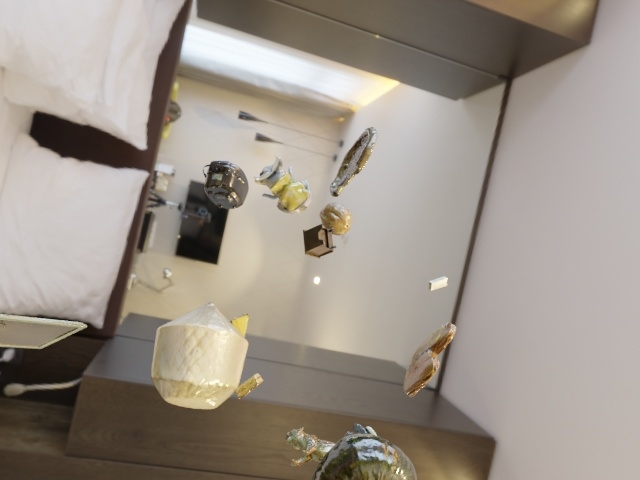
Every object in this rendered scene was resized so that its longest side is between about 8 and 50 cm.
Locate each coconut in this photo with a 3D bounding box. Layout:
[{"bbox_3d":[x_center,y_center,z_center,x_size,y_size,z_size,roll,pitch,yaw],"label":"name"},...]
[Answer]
[{"bbox_3d":[-0.376,0.347,1.576,0.329,0.328,0.329,-167,-90,-76],"label":"coconut"}]

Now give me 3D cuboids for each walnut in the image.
[{"bbox_3d":[0.050,-0.073,1.694,0.124,0.105,0.105,33,-63,30],"label":"walnut"}]

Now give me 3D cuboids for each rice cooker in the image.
[{"bbox_3d":[-0.326,-0.190,1.746,0.203,0.142,0.118,65,31,-59],"label":"rice cooker"}]

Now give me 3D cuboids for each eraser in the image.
[{"bbox_3d":[0.460,0.169,1.986,0.019,0.083,0.038,35,-49,53],"label":"eraser"}]

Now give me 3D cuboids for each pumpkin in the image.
[{"bbox_3d":[0.087,0.499,1.009,0.157,0.223,0.224,-164,-93,-82],"label":"pumpkin"}]

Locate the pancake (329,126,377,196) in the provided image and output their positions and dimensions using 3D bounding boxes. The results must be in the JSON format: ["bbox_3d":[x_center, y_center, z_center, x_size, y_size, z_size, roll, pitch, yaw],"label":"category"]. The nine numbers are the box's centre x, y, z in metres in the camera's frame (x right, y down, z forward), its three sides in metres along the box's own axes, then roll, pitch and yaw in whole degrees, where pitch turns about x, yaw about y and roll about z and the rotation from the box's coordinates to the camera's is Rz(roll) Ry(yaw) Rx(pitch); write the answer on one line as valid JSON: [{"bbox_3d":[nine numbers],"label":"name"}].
[{"bbox_3d":[0.092,-0.223,1.442,0.235,0.029,0.212,-53,-164,33],"label":"pancake"}]

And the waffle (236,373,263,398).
[{"bbox_3d":[-0.276,0.563,1.967,0.102,0.042,0.148,-37,171,-7],"label":"waffle"}]

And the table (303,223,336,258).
[{"bbox_3d":[0.000,0.000,1.593,0.082,0.070,0.083,-22,-118,37],"label":"table"}]

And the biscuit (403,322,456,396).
[{"bbox_3d":[0.417,0.451,1.965,0.262,0.052,0.277,-53,-179,36],"label":"biscuit"}]

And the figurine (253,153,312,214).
[{"bbox_3d":[-0.112,-0.163,1.517,0.128,0.208,0.184,-47,-124,-1],"label":"figurine"}]

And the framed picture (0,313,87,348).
[{"bbox_3d":[-0.837,0.249,1.385,0.231,0.293,0.018,-24,-114,24],"label":"framed picture"}]

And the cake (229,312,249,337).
[{"bbox_3d":[-0.319,0.301,1.858,0.185,0.079,0.116,-85,156,-58],"label":"cake"}]

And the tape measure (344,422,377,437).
[{"bbox_3d":[0.153,0.694,1.519,0.246,0.125,0.243,48,-23,24],"label":"tape measure"}]

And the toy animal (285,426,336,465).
[{"bbox_3d":[0.007,0.523,1.243,0.099,0.241,0.057,-26,121,-59],"label":"toy animal"}]
